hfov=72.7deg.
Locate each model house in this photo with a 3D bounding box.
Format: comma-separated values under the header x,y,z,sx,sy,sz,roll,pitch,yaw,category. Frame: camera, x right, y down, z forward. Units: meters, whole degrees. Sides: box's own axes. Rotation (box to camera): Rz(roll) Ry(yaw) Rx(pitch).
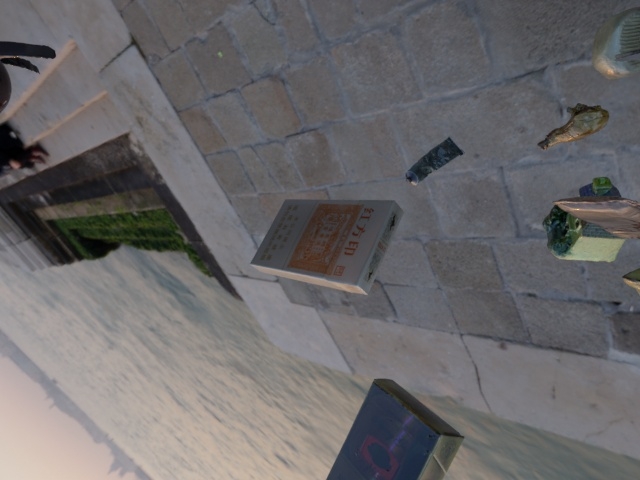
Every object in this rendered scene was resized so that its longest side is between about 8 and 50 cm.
x,y,z,sx,sy,sz,roll,pitch,yaw,category
0.778,-0.074,1.257,0.195,0.214,0.189,7,149,10,model house

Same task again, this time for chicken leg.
x,y,z,sx,sy,sz,roll,pitch,yaw,category
0.736,-0.336,1.286,0.207,0.085,0.101,-31,73,61,chicken leg

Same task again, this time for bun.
x,y,z,sx,sy,sz,roll,pitch,yaw,category
0.761,-0.492,1.095,0.113,0.173,0.167,-138,60,-65,bun

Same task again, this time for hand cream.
x,y,z,sx,sy,sz,roll,pitch,yaw,category
0.368,-0.255,1.417,0.075,0.247,0.052,60,159,-14,hand cream

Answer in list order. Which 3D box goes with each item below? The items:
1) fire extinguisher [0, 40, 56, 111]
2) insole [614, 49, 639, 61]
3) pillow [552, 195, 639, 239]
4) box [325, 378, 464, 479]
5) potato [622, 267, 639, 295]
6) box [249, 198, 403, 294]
x,y,z,sx,sy,sz,roll,pitch,yaw,category
-0.491,-0.177,0.558,0.337,0.135,0.114,-16,92,30,fire extinguisher
0.556,-0.276,0.585,0.309,0.110,0.012,-147,53,-71,insole
0.504,-0.036,0.731,0.211,0.034,0.135,17,174,-26,pillow
0.110,0.379,0.729,0.071,0.240,0.159,21,-173,-41,box
0.681,0.093,0.825,0.120,0.149,0.081,62,-177,-16,potato
0.000,0.000,1.003,0.365,0.205,0.051,6,153,46,box
